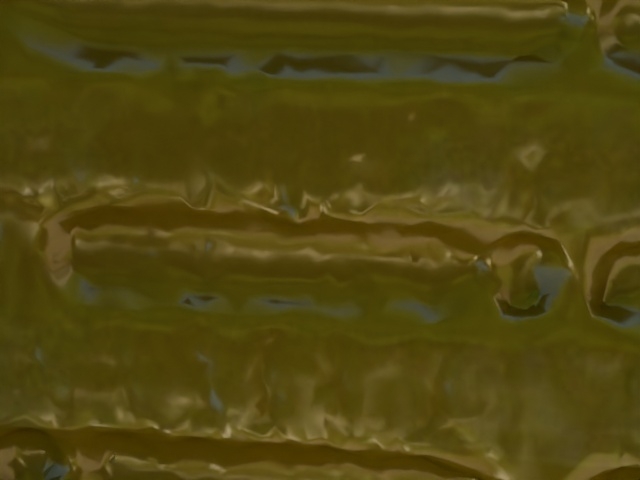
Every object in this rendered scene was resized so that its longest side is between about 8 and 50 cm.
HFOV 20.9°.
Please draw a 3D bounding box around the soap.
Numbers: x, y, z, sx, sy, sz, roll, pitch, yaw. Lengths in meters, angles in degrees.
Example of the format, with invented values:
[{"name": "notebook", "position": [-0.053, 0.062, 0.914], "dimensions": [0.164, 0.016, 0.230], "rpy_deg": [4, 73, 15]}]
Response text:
[{"name": "soap", "position": [0.000, 0.000, 0.607], "dimensions": [0.156, 0.335, 0.293], "rpy_deg": [-66, -25, -75]}]
